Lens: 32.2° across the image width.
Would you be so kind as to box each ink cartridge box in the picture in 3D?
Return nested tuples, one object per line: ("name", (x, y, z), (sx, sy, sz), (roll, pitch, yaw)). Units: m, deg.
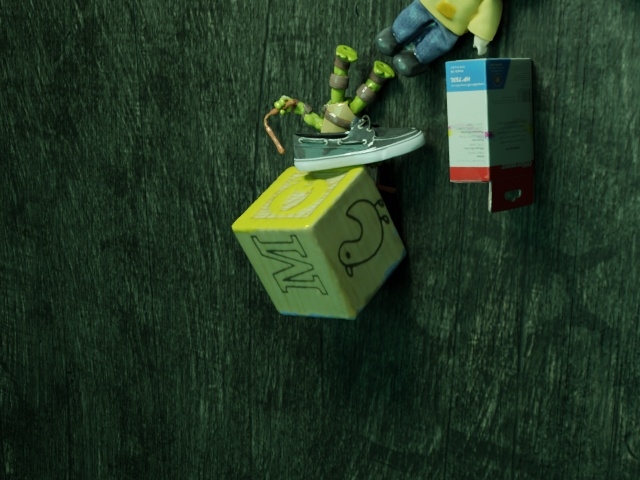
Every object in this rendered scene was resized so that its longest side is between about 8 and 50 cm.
("ink cartridge box", (0.265, -0.164, 1.714), (0.078, 0.134, 0.231), (4, 100, 42))

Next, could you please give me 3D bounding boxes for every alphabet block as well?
("alphabet block", (0.000, 0.000, 1.911), (0.193, 0.192, 0.197), (-1, 128, 41))

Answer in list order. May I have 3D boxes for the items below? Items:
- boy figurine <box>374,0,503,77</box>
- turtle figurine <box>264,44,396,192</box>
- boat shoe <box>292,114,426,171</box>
("boy figurine", (0.215, -0.374, 1.744), (0.177, 0.092, 0.285), (52, 134, 2))
("turtle figurine", (0.050, -0.216, 1.941), (0.269, 0.087, 0.217), (31, 116, 10))
("boat shoe", (0.060, -0.173, 1.868), (0.228, 0.080, 0.076), (-8, 108, 17))
